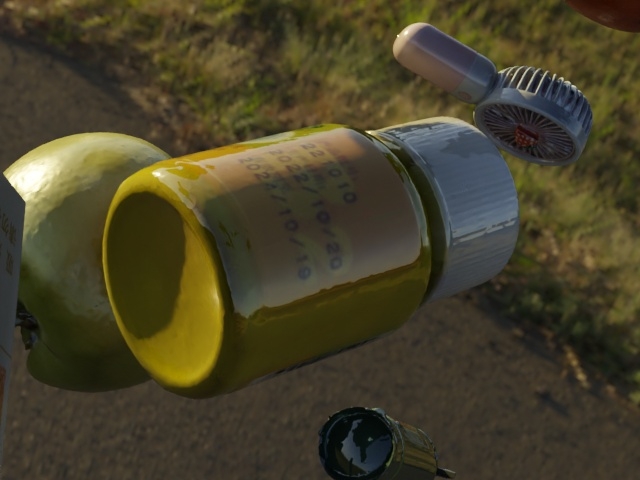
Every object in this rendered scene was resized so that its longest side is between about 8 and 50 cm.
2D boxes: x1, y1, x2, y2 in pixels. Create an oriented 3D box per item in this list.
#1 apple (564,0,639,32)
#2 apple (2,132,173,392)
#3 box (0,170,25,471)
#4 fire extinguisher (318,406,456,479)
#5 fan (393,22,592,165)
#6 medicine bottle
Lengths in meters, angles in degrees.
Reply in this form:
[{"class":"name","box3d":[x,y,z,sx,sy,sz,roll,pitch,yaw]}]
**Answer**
[{"class":"apple","box3d":[0.346,-0.343,1.568,0.201,0.218,0.218,27,30,-19]},{"class":"apple","box3d":[-0.247,0.027,1.572,0.292,0.292,0.254,31,49,14]},{"class":"box","box3d":[-0.267,0.100,0.967,0.051,0.204,0.365,-2,68,6]},{"class":"fire extinguisher","box3d":[0.083,0.256,1.695,0.118,0.093,0.294,16,-7,21]},{"class":"fan","box3d":[0.191,-0.166,1.597,0.244,0.130,0.074,29,71,-7]},{"class":"medicine bottle","box3d":[0.000,0.000,1.396,0.384,0.224,0.224,-16,48,-37]}]
